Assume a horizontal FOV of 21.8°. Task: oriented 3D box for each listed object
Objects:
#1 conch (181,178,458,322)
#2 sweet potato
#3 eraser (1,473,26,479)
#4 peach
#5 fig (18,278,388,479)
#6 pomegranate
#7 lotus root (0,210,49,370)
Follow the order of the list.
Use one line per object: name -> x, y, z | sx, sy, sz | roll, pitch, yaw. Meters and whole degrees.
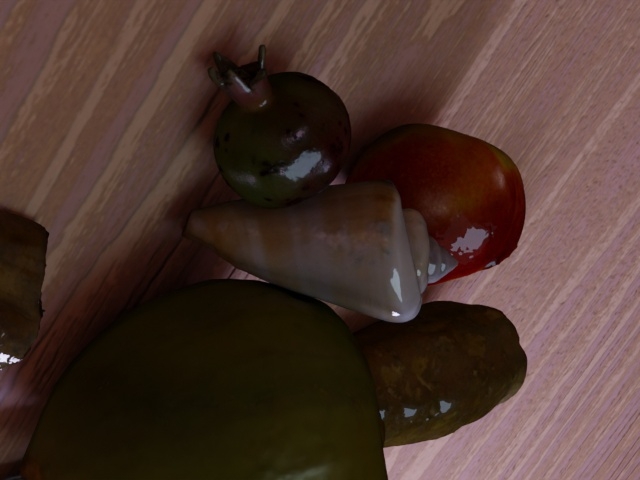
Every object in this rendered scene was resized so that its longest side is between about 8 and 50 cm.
conch -> 0.005, -0.011, 1.564 | 0.158, 0.255, 0.127 | -105, -147, -80
sweet potato -> 0.081, 0.169, 1.933 | 0.370, 0.158, 0.157 | -16, 139, -39
eraser -> -0.308, 0.327, 1.709 | 0.124, 0.068, 0.210 | -5, 136, -47
peach -> 0.112, -0.022, 1.705 | 0.190, 0.190, 0.192 | 7, 105, -54
fig -> -0.104, 0.201, 1.580 | 0.343, 0.343, 0.343 | -32, 147, -23
pomegranate -> -0.037, -0.109, 1.492 | 0.129, 0.129, 0.159 | -24, 119, -33
lotus root -> -0.297, 0.053, 1.382 | 0.135, 0.095, 0.159 | 20, 105, -54
